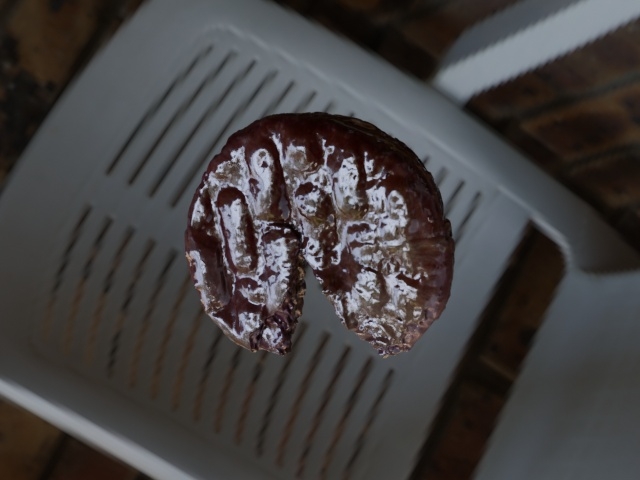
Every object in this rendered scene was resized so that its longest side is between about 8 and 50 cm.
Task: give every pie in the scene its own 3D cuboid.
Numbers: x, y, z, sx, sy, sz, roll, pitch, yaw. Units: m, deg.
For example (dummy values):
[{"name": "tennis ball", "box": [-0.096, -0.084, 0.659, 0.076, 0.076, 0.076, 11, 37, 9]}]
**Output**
[{"name": "pie", "box": [0.000, 0.000, 1.203, 0.054, 0.218, 0.204, -39, -42, -62]}]
